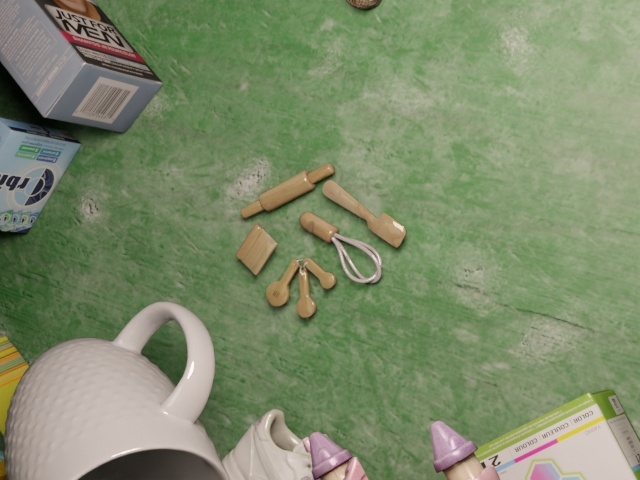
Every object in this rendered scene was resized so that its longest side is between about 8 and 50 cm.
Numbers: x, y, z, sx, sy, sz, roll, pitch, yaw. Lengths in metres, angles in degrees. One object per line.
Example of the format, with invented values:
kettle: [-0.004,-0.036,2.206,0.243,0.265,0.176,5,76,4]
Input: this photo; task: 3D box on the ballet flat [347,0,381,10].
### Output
ballet flat: [0.045,-0.444,1.526,0.084,0.058,0.250,-8,84,27]

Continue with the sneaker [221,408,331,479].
sneaker: [-0.007,0.356,1.476,0.305,0.114,0.152,40,107,24]

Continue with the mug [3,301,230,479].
mug: [-0.276,0.257,1.527,0.374,0.276,0.328,-54,38,11]

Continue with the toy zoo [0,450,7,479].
toy zoo: [-0.401,0.403,1.645,0.293,0.192,0.030,29,108,26]

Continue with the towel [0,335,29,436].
towel: [-0.490,0.259,1.760,0.237,0.102,0.021,47,139,22]

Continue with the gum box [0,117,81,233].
gum box: [-0.488,-0.100,1.742,0.041,0.157,0.184,41,107,25]

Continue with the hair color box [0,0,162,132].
hair color box: [-0.433,-0.341,1.709,0.113,0.185,0.374,-49,67,18]

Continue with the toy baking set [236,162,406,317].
toy baking set: [-0.004,-0.006,1.548,0.256,0.030,0.197,-31,76,24]

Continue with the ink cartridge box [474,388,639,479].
ink cartridge box: [0.317,0.332,1.312,0.189,0.097,0.255,-33,72,23]

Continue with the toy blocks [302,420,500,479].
toy blocks: [0.043,0.342,1.291,0.309,0.288,0.260,-28,78,-15]
